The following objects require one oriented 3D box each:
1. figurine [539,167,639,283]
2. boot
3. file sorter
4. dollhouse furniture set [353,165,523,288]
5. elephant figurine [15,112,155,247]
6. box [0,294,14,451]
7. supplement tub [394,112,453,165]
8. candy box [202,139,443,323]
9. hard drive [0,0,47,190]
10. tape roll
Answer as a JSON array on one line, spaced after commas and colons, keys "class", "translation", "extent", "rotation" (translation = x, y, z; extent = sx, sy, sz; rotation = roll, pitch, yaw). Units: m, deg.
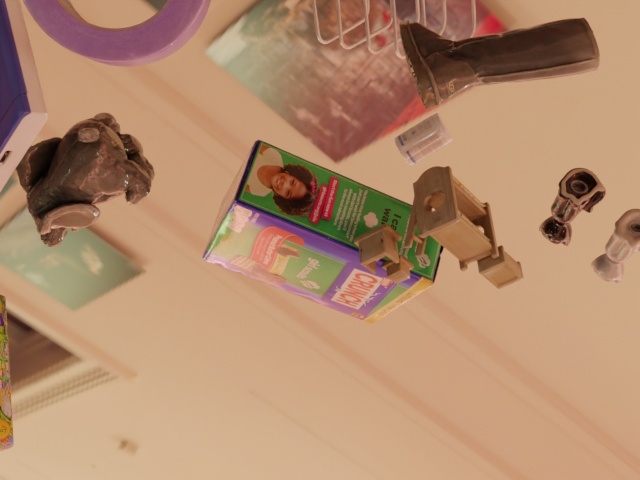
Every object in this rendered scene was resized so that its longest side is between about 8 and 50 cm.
[{"class": "figurine", "translation": [0.545, -0.014, 1.842], "extent": [0.092, 0.215, 0.209], "rotation": [-43, 162, -24]}, {"class": "boot", "translation": [0.209, -0.235, 1.115], "extent": [0.209, 0.076, 0.189], "rotation": [-19, -138, 6]}, {"class": "file sorter", "translation": [0.138, -0.464, 1.788], "extent": [0.278, 0.173, 0.193], "rotation": [19, -139, 34]}, {"class": "dollhouse furniture set", "translation": [0.164, 0.003, 1.297], "extent": [0.161, 0.182, 0.101], "rotation": [-26, -133, 28]}, {"class": "elephant figurine", "translation": [-0.383, -0.074, 1.399], "extent": [0.239, 0.186, 0.169], "rotation": [-33, -147, 9]}, {"class": "box", "translation": [-0.667, 0.206, 1.484], "extent": [0.177, 0.290, 0.279], "rotation": [-24, -119, 20]}, {"class": "supplement tub", "translation": [0.216, -0.211, 1.931], "extent": [0.107, 0.071, 0.071], "rotation": [-30, -153, 14]}, {"class": "candy box", "translation": [0.000, 0.000, 1.444], "extent": [0.268, 0.317, 0.122], "rotation": [131, -22, -65]}, {"class": "hard drive", "translation": [-0.471, -0.247, 1.303], "extent": [0.210, 0.040, 0.318], "rotation": [-41, -121, 40]}, {"class": "tape roll", "translation": [-0.203, -0.272, 0.929], "extent": [0.189, 0.189, 0.080], "rotation": [-51, -171, 2]}]
